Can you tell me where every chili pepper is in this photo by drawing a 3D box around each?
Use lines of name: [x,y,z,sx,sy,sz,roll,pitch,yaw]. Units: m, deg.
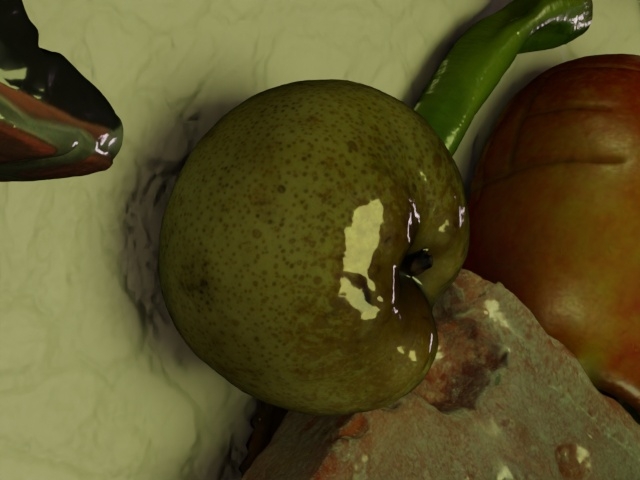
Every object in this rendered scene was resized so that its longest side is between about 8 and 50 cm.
chili pepper: [0.102,-0.103,1.102,0.201,0.050,0.052,-45,169,-35]

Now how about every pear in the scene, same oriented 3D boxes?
pear: [0.000,0.000,0.906,0.167,0.137,0.167,-16,110,-52]

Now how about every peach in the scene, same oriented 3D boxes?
peach: [0.215,0.011,1.168,0.248,0.245,0.274,90,15,-60]

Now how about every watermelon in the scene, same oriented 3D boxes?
watermelon: [0.042,0.133,1.000,0.318,0.148,0.226,-7,87,-42]

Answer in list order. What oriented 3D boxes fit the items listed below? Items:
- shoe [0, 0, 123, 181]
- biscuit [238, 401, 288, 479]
shoe: [-0.178,-0.123,0.675,0.291,0.114,0.137,45,56,-44]
biscuit: [0.006,0.204,1.055,0.232,0.013,0.236,33,70,-51]
